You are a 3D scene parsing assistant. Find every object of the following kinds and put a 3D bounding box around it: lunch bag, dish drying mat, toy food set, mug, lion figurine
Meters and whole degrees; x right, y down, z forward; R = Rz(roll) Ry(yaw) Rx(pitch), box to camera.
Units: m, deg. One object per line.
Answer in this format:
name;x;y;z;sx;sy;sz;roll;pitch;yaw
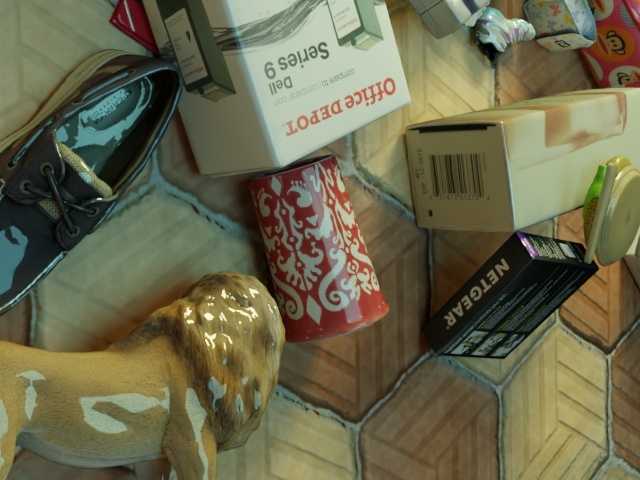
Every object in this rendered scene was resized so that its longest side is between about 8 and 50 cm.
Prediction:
lunch bag;0.443;-0.370;1.376;0.293;0.120;0.258;51;56;-31
lunch bag;0.319;-0.288;1.291;0.053;0.071;0.083;-47;121;-28
dish drying mat;-0.158;-0.195;0.917;0.083;0.008;0.032;32;70;-37
toy food set;0.347;-0.035;1.157;0.192;0.039;0.132;0;106;-54
mug;-0.009;0.003;1.008;0.113;0.150;0.169;-17;100;-3
lion figurine;-0.197;0.141;0.807;0.392;0.142;0.240;3;81;-37

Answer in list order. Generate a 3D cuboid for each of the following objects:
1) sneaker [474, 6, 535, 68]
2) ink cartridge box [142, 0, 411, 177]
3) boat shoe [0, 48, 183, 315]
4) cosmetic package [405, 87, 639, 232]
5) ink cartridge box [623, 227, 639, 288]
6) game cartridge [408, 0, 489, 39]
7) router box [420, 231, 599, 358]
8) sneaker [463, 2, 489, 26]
sneaker;0.230;-0.249;1.240;0.098;0.038;0.069;11;85;-31
ink cartridge box;-0.049;-0.229;0.932;0.211;0.122;0.289;-31;110;-40
boat shoe;-0.214;-0.053;0.813;0.103;0.092;0.285;50;60;-30
cosmetic package;0.261;-0.104;1.192;0.296;0.153;0.129;-17;103;-41
ink cartridge box;0.566;0.041;1.476;0.128;0.127;0.176;-52;121;-27
game cartridge;0.177;-0.416;1.140;0.230;0.068;0.355;50;58;-7
router box;0.224;0.070;1.157;0.133;0.179;0.046;9;42;-42
sneaker;0.181;-0.297;1.190;0.152;0.054;0.061;-32;124;-32
